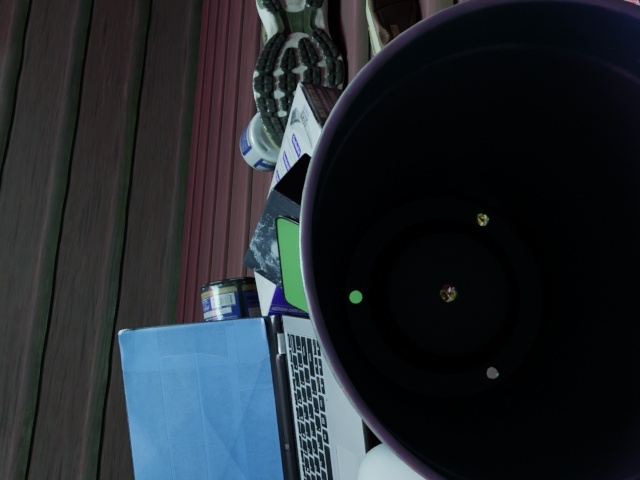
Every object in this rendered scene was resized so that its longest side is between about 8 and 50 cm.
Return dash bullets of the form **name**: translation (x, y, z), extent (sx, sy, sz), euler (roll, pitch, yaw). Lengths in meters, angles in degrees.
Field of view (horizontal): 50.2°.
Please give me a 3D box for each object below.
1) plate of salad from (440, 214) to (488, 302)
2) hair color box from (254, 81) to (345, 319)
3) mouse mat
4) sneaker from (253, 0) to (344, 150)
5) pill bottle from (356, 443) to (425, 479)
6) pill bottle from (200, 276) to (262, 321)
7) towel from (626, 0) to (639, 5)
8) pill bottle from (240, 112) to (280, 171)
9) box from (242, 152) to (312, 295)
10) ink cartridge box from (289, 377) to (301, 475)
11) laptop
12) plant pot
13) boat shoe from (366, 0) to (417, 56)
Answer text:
- **plate of salad**: translation (0.134, -0.008, 0.707), extent (0.200, 0.048, 0.200), euler (-173, 90, -71)
- **hair color box**: translation (-0.015, -0.052, 1.076), extent (0.185, 0.110, 0.339), euler (-109, 30, -55)
- **mouse mat**: translation (0.021, 0.058, 0.836), extent (0.189, 0.007, 0.153), euler (25, 136, 31)
- **sneaker**: translation (-0.038, -0.310, 1.251), extent (0.182, 0.157, 0.411), euler (88, -179, -61)
- **pill bottle**: translation (0.103, 0.311, 0.469), extent (0.181, 0.181, 0.323), euler (165, 111, -70)
- **pill bottle**: translation (-0.170, 0.191, 1.389), extent (0.123, 0.122, 0.219), euler (147, 116, -66)
- **towel**: translation (0.210, -0.158, 0.578), extent (0.197, 0.029, 0.144), euler (124, 148, -58)
- **pill bottle**: translation (-0.103, -0.198, 1.375), extent (0.186, 0.111, 0.112), euler (171, 105, -74)
- **box**: translation (0.000, 0.000, 0.899), extent (0.093, 0.156, 0.158), euler (-53, -7, -43)
- **ink cartridge box**: translation (-0.074, 0.345, 1.122), extent (0.154, 0.093, 0.213), euler (128, 145, -58)
- **laptop**: translation (-0.109, 0.302, 0.892), extent (0.408, 0.236, 0.382), euler (172, 91, -69)
- **plant pot**: translation (0.116, 0.022, 0.458), extent (0.255, 0.271, 0.272), euler (111, 163, -79)
- **boat shoe**: translation (0.091, -0.268, 0.913), extent (0.072, 0.068, 0.190), euler (108, 162, -63)
